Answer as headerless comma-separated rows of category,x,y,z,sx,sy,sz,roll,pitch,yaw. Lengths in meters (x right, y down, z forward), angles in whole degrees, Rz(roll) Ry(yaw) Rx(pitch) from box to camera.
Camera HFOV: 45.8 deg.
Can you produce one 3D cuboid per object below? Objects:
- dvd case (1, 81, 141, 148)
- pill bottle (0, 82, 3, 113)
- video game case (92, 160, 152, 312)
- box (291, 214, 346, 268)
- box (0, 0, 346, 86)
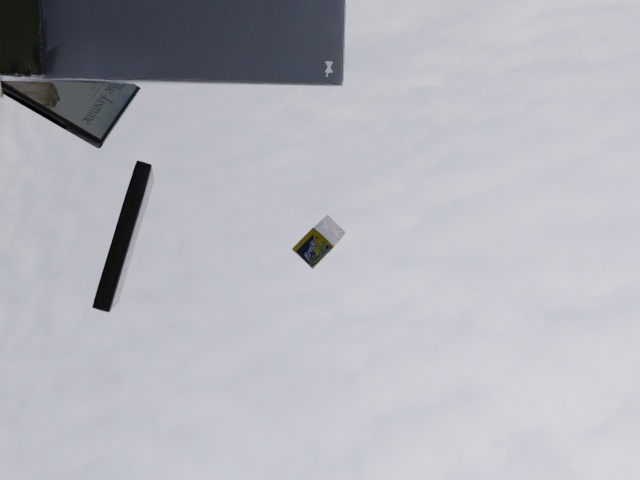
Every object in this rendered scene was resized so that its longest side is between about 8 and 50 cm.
dvd case,-0.467,-0.286,1.347,0.022,0.253,0.180,-46,-161,42
pill bottle,-0.526,-0.220,1.102,0.117,0.117,0.208,-46,-163,-13
video game case,-0.374,-0.006,1.455,0.248,0.035,0.275,175,-69,-79
box,0.000,0.000,1.410,0.059,0.054,0.169,-45,179,14
box,-0.197,-0.247,0.760,0.312,0.179,0.343,12,-164,41
